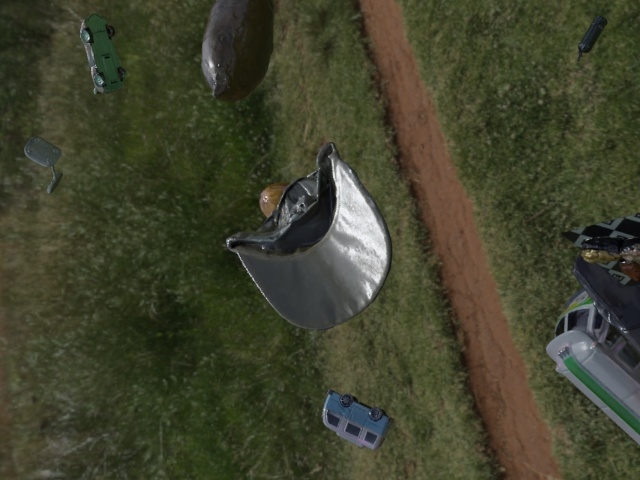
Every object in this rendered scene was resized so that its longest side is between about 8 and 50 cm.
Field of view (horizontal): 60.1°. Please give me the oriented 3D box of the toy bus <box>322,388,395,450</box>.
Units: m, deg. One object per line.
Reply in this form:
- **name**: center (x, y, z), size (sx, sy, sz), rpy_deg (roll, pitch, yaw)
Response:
- **toy bus**: center (0.061, 0.320, 0.985), size (0.123, 0.060, 0.075), rpy_deg (19, 76, 22)

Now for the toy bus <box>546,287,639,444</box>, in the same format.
- **toy bus**: center (0.532, 0.219, 0.922), size (0.305, 0.179, 0.143), rpy_deg (45, 152, 16)

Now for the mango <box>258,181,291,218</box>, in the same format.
- **mango**: center (-0.002, -0.084, 1.584), size (0.187, 0.359, 0.144), rpy_deg (104, 178, -67)

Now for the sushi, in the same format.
- **sushi**: center (0.345, 0.023, 0.594), size (0.120, 0.126, 0.026), rpy_deg (-24, 37, 59)

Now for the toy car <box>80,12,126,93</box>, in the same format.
- **toy car**: center (-0.352, -0.298, 0.887), size (0.035, 0.059, 0.122), rpy_deg (2, 117, 25)

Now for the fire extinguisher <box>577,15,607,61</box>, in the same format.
- **fire extinguisher**: center (0.488, -0.367, 1.000), size (0.025, 0.038, 0.083), rpy_deg (30, 85, 22)

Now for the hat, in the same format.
- **hat**: center (0.000, 0.000, 0.781), size (0.214, 0.149, 0.244), rpy_deg (-40, 74, 16)

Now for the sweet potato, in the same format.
- **sweet potato**: center (-0.142, -0.429, 1.025), size (0.130, 0.130, 0.422), rpy_deg (-26, 53, 58)

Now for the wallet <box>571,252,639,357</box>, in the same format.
- **wallet**: center (0.472, 0.107, 0.687), size (0.309, 0.165, 0.042), rpy_deg (58, 176, 24)

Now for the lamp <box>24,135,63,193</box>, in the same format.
- **lamp**: center (-0.534, -0.142, 1.078), size (0.198, 0.056, 0.050), rpy_deg (-29, 37, 63)
